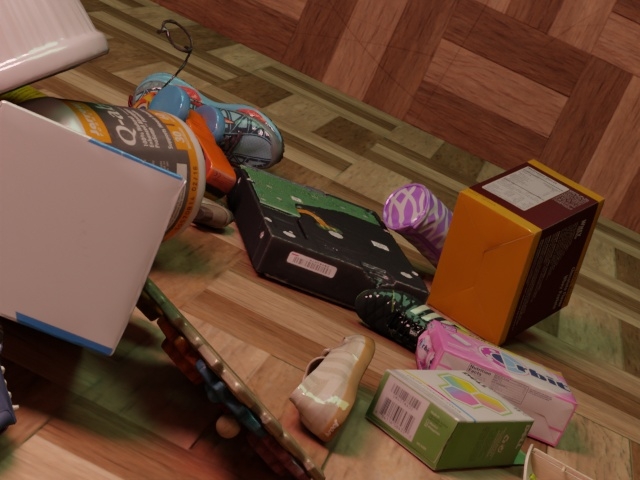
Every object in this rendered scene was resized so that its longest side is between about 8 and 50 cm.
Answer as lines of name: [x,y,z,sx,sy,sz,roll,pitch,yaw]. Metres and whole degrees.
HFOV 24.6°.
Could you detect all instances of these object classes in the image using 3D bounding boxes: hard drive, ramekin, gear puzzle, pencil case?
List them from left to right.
ramekin: [-0.377,-0.215,1.597,0.272,0.127,0.273,-19,9,3]
gear puzzle: [-0.127,0.107,1.388,0.339,0.044,0.175,41,-8,49]
hard drive: [0.000,0.000,2.039,0.236,0.064,0.339,20,15,-18]
pencil case: [0.174,-0.001,2.189,0.086,0.088,0.206,-14,-39,34]

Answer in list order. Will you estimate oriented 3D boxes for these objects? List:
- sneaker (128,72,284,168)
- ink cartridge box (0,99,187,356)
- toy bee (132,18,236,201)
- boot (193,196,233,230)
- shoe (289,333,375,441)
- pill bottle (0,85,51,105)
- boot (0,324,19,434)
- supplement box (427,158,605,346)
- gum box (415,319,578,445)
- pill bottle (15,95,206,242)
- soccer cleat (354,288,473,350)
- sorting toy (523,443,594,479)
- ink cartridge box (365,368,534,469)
sneaker: [-0.187,-0.167,2.324,0.261,0.104,0.125,22,31,6]
ink cartridge box: [-0.246,-0.009,1.315,0.171,0.168,0.232,22,-5,-14]
toy bee: [-0.216,-0.150,2.112,0.195,0.162,0.298,39,26,-27]
boot: [-0.175,-0.049,1.983,0.118,0.042,0.087,31,9,19]
shoe: [0.011,0.139,1.523,0.058,0.077,0.219,30,16,0]
pill bottle: [-0.395,-0.145,1.789,0.215,0.117,0.117,28,14,14]
boot: [-0.276,0.120,1.167,0.086,0.069,0.190,45,12,-2]
supplement box: [0.278,0.015,2.089,0.129,0.191,0.194,32,35,29]
gum box: [0.204,0.168,1.768,0.188,0.062,0.107,23,14,-8]
pill bottle: [-0.273,-0.076,1.647,0.162,0.162,0.278,34,19,32]
soccer cleat: [0.127,0.113,1.851,0.178,0.060,0.072,26,15,-9]
sorting toy: [0.242,0.263,1.543,0.083,0.045,0.075,28,22,12]
ink cartridge box: [0.158,0.193,1.601,0.109,0.062,0.209,35,17,37]
